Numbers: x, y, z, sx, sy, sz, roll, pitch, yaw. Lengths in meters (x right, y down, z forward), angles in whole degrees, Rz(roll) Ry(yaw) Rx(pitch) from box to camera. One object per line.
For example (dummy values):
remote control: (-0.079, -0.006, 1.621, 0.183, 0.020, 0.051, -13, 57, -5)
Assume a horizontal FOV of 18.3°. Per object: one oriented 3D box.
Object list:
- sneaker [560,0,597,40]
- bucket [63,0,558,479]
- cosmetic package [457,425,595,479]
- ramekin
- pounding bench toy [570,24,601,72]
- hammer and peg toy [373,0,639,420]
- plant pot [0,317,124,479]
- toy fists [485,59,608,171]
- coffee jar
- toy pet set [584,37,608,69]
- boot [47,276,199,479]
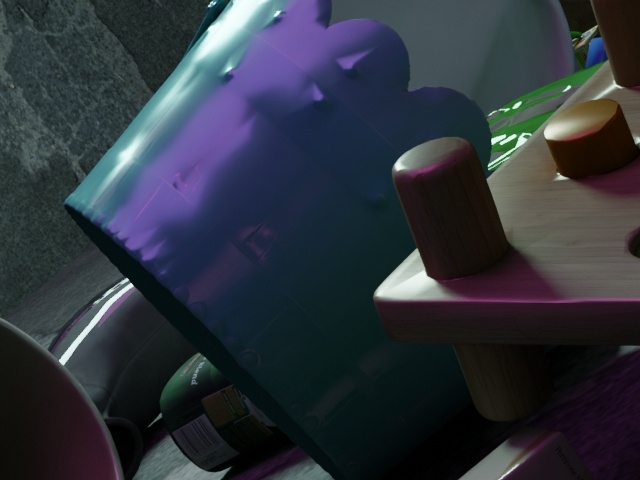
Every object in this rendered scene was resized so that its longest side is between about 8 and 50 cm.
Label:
sneaker: (0.211, -0.227, 2.007, 0.153, 0.099, 0.282, 8, 31, 42)
bucket: (0.000, 0.000, 1.141, 0.183, 0.281, 0.281, -45, 9, -7)
cosmetic package: (0.066, 0.134, 0.823, 0.115, 0.060, 0.041, -39, 10, -15)
ramekin: (0.065, -0.137, 1.653, 0.273, 0.273, 0.127, -37, 3, -15)
pounding bench toy: (0.233, -0.168, 1.786, 0.052, 0.083, 0.065, -30, 11, 36)
hammer and peg toy: (0.230, -0.033, 0.812, 0.361, 0.127, 0.266, -2, 28, 38)
plant pot: (-0.309, 0.216, 1.347, 0.274, 0.256, 0.256, -49, -1, 35)
toy fists: (0.158, -0.049, 1.392, 0.142, 0.096, 0.279, -22, 10, 16)
coffee jar: (-0.019, 0.088, 1.357, 0.184, 0.079, 0.096, -28, 11, 38)
toy pet set: (0.234, -0.136, 1.670, 0.122, 0.065, 0.114, -37, 8, -7)
boot: (-0.183, 0.154, 1.610, 0.338, 0.118, 0.223, -50, 16, -19)
